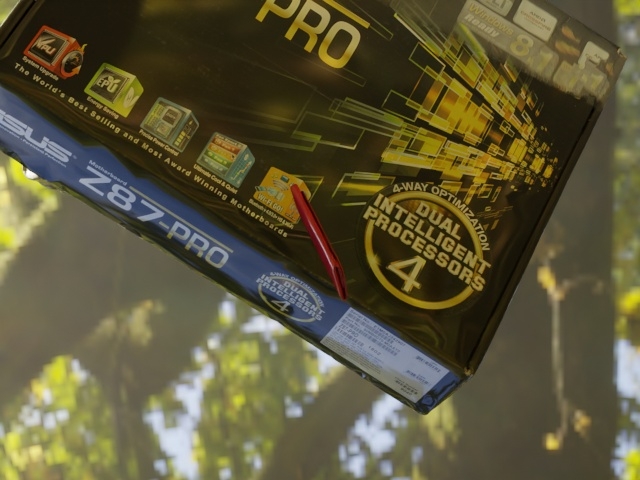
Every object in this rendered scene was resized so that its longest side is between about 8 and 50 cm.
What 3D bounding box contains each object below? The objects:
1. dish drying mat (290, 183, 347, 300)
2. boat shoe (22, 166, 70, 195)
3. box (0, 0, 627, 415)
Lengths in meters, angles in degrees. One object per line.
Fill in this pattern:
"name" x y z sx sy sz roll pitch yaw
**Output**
"dish drying mat" 0.000 0.000 1.199 0.008 0.032 0.083 -21 -136 -6
"boat shoe" -0.203 -0.120 1.561 0.120 0.324 0.123 9 -107 -21
"box" -0.011 -0.109 1.375 0.395 0.097 0.318 33 -124 -3
